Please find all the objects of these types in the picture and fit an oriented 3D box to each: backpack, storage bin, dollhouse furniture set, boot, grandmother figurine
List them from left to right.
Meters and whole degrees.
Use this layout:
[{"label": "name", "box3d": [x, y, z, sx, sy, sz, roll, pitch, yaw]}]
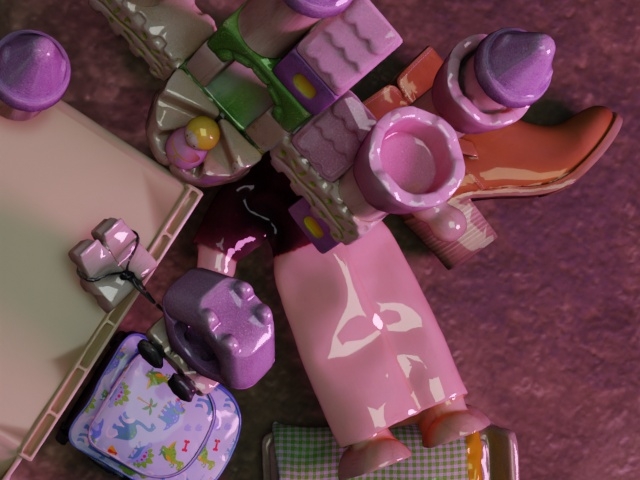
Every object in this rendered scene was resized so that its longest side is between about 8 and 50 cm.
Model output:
[{"label": "storage bin", "box3d": [-0.262, 0.002, 1.072, 0.262, 0.123, 0.260, 34, 81, -11]}, {"label": "backpack", "box3d": [-0.117, 0.133, 1.122, 0.114, 0.084, 0.105, 33, 83, -13]}, {"label": "grandmother figurine", "box3d": [0.000, 0.000, 1.135, 0.208, 0.104, 0.342, -17, 83, -21]}, {"label": "dollhouse furniture set", "box3d": [0.071, 0.284, 1.128, 0.197, 0.151, 0.301, -2, 89, -14]}, {"label": "boot", "box3d": [0.128, -0.091, 1.197, 0.197, 0.073, 0.152, -36, 92, -15]}]

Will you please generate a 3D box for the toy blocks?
[{"label": "toy blocks", "box3d": [-0.029, -0.112, 0.952, 0.288, 0.260, 0.309, 48, 65, -5]}]
